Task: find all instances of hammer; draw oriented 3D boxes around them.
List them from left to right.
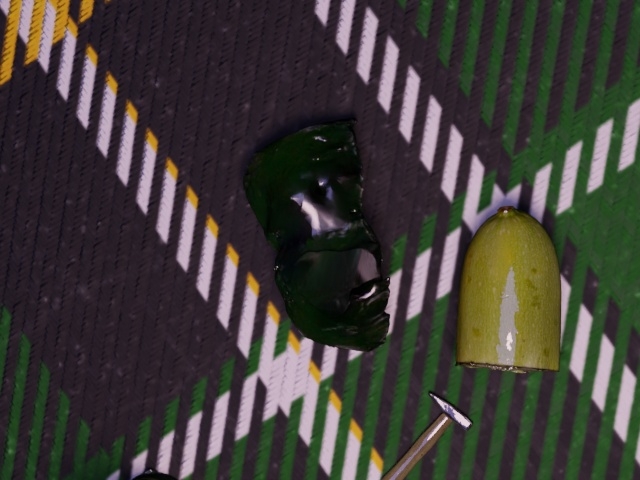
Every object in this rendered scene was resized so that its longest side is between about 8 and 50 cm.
[{"bbox_3d":[0.089,0.263,1.549,0.062,0.013,0.199,41,97,6],"label":"hammer"}]

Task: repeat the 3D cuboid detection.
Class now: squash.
[{"bbox_3d":[0.205,0.056,1.473,0.123,0.123,0.187,0,89,9],"label":"squash"}]

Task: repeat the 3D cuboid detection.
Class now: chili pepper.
[{"bbox_3d":[-0.001,0.004,1.501,0.148,0.116,0.264,-15,89,12],"label":"chili pepper"}]

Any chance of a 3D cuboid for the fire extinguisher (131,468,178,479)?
[{"bbox_3d":[-0.214,0.320,1.458,0.118,0.294,0.093,6,92,8],"label":"fire extinguisher"}]
